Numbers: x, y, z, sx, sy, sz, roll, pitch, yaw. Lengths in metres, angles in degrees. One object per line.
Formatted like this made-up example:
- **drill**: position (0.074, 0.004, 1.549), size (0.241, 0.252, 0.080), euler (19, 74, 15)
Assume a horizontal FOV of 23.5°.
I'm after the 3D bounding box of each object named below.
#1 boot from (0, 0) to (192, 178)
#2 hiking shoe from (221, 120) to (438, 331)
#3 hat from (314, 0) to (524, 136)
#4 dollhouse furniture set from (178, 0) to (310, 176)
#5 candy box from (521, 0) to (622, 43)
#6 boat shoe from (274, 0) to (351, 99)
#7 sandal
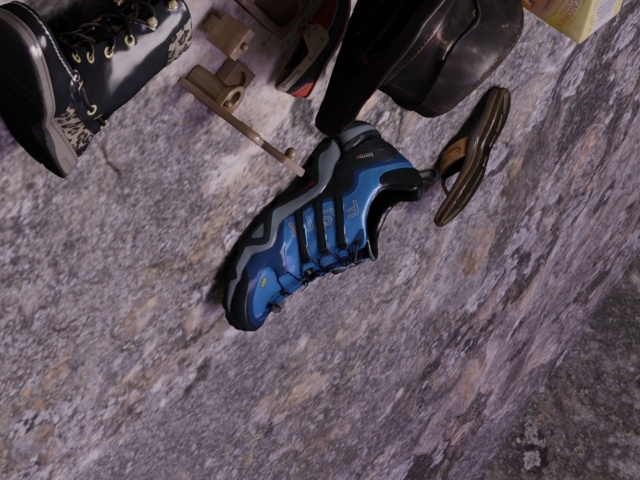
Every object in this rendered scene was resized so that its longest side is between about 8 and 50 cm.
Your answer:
- **boot**: position (-0.196, -0.170, 1.300), size (0.178, 0.085, 0.236), euler (-47, 164, -18)
- **hiking shoe**: position (0.000, 0.000, 1.875), size (0.304, 0.132, 0.113), euler (-53, 158, 4)
- **hat**: position (0.129, -0.225, 1.561), size (0.331, 0.134, 0.331), euler (-57, -167, 21)
- **dollhouse furniture set**: position (-0.042, -0.173, 1.536), size (0.151, 0.123, 0.144), euler (-53, 158, 2)
- **candy box**: position (0.277, -0.396, 1.735), size (0.087, 0.183, 0.316), euler (-39, 155, -29)
- **boat shoe**: position (-0.007, -0.214, 1.652), size (0.043, 0.049, 0.137), euler (12, 121, -23)
- **sandal**: position (0.206, -0.123, 2.200), size (0.219, 0.060, 0.090), euler (-68, 163, 3)
